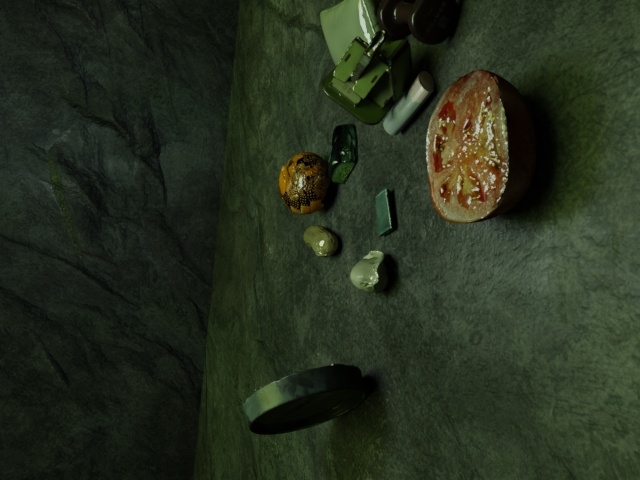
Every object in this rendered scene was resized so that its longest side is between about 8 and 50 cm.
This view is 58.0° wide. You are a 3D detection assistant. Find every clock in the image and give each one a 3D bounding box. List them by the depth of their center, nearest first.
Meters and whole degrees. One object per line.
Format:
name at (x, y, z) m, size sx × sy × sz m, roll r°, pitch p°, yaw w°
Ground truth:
clock at (-0.044, 0.491, 1.759) m, size 0.386 × 0.386 × 0.076 m, roll -57°, pitch 43°, yaw 47°

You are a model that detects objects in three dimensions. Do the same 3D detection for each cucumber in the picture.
cucumber at (0.071, -0.302, 1.991) m, size 0.115 × 0.086 × 0.192 m, roll 159°, pitch 119°, yaw -66°

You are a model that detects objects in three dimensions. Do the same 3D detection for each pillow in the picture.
pillow at (0.116, -0.635, 1.816) m, size 0.322 × 0.120 × 0.255 m, roll 23°, pitch 139°, yaw 66°

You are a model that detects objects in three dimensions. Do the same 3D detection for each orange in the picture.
orange at (-0.052, -0.208, 2.117) m, size 0.234 × 0.182 × 0.234 m, roll -23°, pitch 62°, yaw 51°

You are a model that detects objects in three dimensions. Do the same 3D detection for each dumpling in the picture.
dumpling at (0.153, 0.093, 1.725) m, size 0.127 × 0.108 × 0.188 m, roll -62°, pitch 8°, yaw -8°

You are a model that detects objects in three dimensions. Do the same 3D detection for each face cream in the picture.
face cream at (0.249, -0.382, 1.630) m, size 0.198 × 0.057 × 0.084 m, roll 132°, pitch 148°, yaw -51°

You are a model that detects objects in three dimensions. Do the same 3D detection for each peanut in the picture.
peanut at (0.000, 0.000, 2.084) m, size 0.214 × 0.090 × 0.098 m, roll 42°, pitch 154°, yaw 62°

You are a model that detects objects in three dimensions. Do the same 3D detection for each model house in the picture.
model house at (0.162, -0.491, 1.556) m, size 0.218 × 0.205 × 0.278 m, roll -54°, pitch 0°, yaw -31°

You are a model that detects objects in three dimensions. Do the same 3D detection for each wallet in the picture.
wallet at (0.194, -0.083, 1.740) m, size 0.088 × 0.026 × 0.129 m, roll 141°, pitch 128°, yaw -63°

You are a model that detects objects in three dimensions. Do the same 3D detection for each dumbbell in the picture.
dumbbell at (0.257, -0.607, 1.551) m, size 0.140 × 0.124 × 0.225 m, roll -60°, pitch 30°, yaw 13°

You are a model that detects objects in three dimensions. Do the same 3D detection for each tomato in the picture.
tomato at (0.360, -0.192, 1.253) m, size 0.338 × 0.144 × 0.338 m, roll -178°, pitch 90°, yaw -70°

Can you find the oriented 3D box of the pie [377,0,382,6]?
pie at (0.194, -0.732, 1.818) m, size 0.187 × 0.041 × 0.186 m, roll -177°, pitch 90°, yaw -66°
